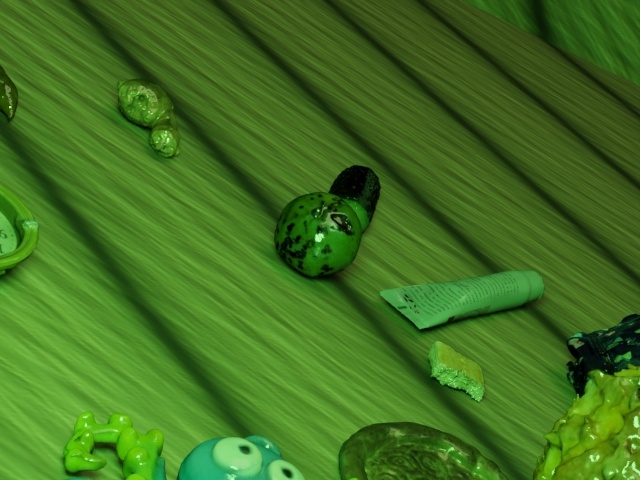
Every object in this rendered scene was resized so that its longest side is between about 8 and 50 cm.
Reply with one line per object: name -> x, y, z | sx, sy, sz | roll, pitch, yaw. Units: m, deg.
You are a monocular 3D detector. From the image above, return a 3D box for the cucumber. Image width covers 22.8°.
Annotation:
cucumber -> 0.056, -0.076, 2.428 | 0.078, 0.062, 0.211 | 27, 24, -1

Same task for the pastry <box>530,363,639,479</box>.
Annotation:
pastry -> 0.348, 0.342, 1.613 | 0.405, 0.337, 0.292 | 50, -4, -23

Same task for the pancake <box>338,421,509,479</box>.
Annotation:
pancake -> 0.132, 0.290, 1.821 | 0.250, 0.031, 0.250 | 22, 26, -11

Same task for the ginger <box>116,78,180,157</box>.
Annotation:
ginger -> -0.252, -0.189, 2.319 | 0.096, 0.067, 0.165 | 37, 14, -39

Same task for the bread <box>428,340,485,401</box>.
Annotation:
bread -> 0.181, 0.173, 2.105 | 0.083, 0.035, 0.070 | 27, 24, -18

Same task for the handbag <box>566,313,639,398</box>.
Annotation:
handbag -> 0.435, 0.201, 2.182 | 0.162, 0.113, 0.260 | -16, 34, 0

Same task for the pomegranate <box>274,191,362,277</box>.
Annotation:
pomegranate -> 0.000, 0.000, 2.184 | 0.122, 0.122, 0.161 | 40, -11, 25

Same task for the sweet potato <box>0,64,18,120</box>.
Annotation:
sweet potato -> -0.494, -0.261, 2.217 | 0.274, 0.067, 0.067 | 46, 29, 24

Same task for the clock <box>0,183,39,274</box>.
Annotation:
clock -> -0.439, -0.019, 1.803 | 0.237, 0.057, 0.237 | 21, 25, -11

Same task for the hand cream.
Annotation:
hand cream -> 0.216, 0.079, 2.296 | 0.331, 0.058, 0.085 | -5, 42, -51

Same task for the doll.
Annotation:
doll -> -0.096, 0.273, 1.532 | 0.346, 0.099, 0.341 | 24, 22, -2
